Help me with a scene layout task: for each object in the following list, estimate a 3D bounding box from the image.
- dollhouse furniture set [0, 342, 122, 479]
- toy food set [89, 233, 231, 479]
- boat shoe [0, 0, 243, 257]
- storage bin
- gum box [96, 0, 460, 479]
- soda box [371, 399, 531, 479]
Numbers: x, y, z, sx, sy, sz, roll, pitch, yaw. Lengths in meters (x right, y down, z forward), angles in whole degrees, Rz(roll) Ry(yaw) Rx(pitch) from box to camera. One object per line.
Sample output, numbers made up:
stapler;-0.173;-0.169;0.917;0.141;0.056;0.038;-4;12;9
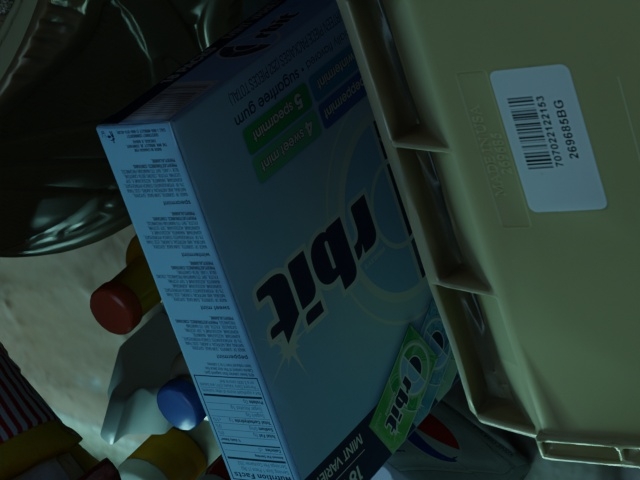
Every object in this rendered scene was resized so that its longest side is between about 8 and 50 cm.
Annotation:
dollhouse furniture set;-0.282;0.173;0.836;0.201;0.374;0.152;47;170;17
toy food set;-0.067;0.089;0.864;0.111;0.104;0.232;34;135;13
boat shoe;-0.094;-0.119;0.750;0.341;0.121;0.110;-57;44;45
storage bin;0.150;-0.058;0.582;0.260;0.123;0.262;0;120;38
gum box;0.000;0.000;0.713;0.041;0.157;0.184;1;119;37
soda box;-0.019;0.199;0.849;0.098;0.091;0.286;36;113;11
